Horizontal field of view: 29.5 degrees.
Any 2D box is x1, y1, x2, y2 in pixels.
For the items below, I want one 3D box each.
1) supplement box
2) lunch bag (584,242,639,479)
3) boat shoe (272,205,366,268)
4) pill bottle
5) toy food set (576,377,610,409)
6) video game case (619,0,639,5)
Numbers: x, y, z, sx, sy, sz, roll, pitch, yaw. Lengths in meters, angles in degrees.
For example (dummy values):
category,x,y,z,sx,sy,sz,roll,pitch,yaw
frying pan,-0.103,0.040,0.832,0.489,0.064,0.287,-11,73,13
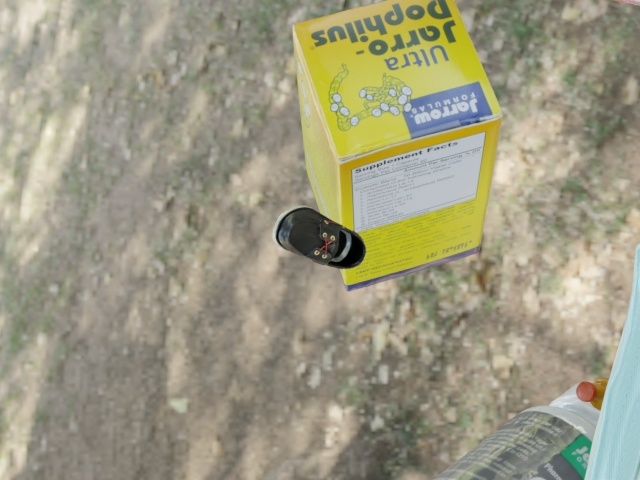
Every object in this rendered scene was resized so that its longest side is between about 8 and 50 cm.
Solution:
category,x,y,z,sx,sy,sz,roll,pitch,yaw
supplement box,0.090,-0.114,1.510,0.356,0.194,0.195,86,167,-64
lunch bag,0.227,0.093,0.566,0.160,0.262,0.223,24,102,62
boat shoe,0.001,-0.002,1.218,0.042,0.133,0.049,27,94,34
pill bottle,0.266,0.338,1.550,0.204,0.361,0.204,34,140,34
toy food set,0.394,0.249,1.403,0.111,0.104,0.232,-40,56,33
video game case,0.498,-0.420,1.689,0.204,0.025,0.285,-66,25,8
